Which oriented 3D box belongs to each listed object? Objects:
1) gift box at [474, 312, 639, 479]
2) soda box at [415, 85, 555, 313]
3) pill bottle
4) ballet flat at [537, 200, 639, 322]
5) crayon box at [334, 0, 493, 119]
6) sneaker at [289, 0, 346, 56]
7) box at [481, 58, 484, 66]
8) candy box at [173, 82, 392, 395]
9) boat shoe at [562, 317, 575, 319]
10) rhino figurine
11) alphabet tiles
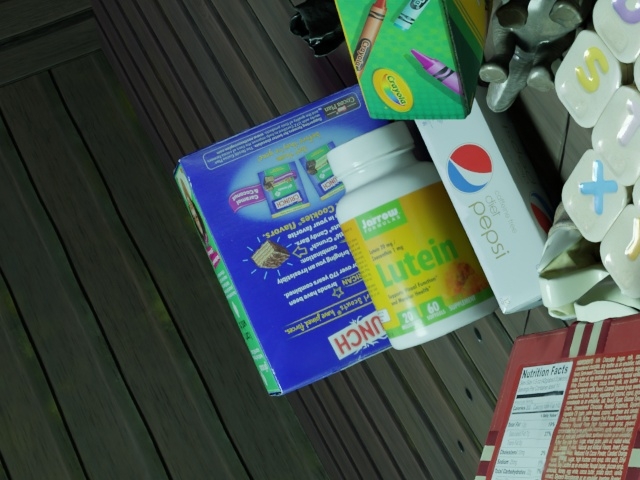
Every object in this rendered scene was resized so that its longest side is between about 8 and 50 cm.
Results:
[{"bbox_3d":[0.250,0.216,0.928,0.255,0.258,0.276,-14,56,71],"label":"gift box"},{"bbox_3d":[0.175,-0.041,1.343,0.074,0.069,0.216,-3,-113,-60],"label":"soda box"},{"bbox_3d":[0.100,-0.008,1.615,0.245,0.136,0.136,67,167,2],"label":"pill bottle"},{"bbox_3d":[0.247,0.032,1.166,0.107,0.106,0.316,70,167,-17],"label":"ballet flat"},{"bbox_3d":[0.082,-0.247,1.043,0.165,0.081,0.278,69,-152,-49],"label":"crayon box"},{"bbox_3d":[-0.004,-0.280,1.681,0.170,0.089,0.051,52,160,48],"label":"sneaker"},{"bbox_3d":[0.114,-0.234,1.394,0.105,0.043,0.179,-139,31,-62],"label":"box"},{"bbox_3d":[0.000,0.000,1.739,0.122,0.268,0.317,134,113,-80],"label":"candy box"},{"bbox_3d":[0.239,0.029,1.371,0.035,0.035,0.100,-22,86,50],"label":"boat shoe"},{"bbox_3d":[0.176,-0.177,1.139,0.243,0.073,0.106,101,-171,-69],"label":"rhino figurine"},{"bbox_3d":[0.262,-0.055,0.957,0.284,0.021,0.278,61,146,28],"label":"alphabet tiles"}]
